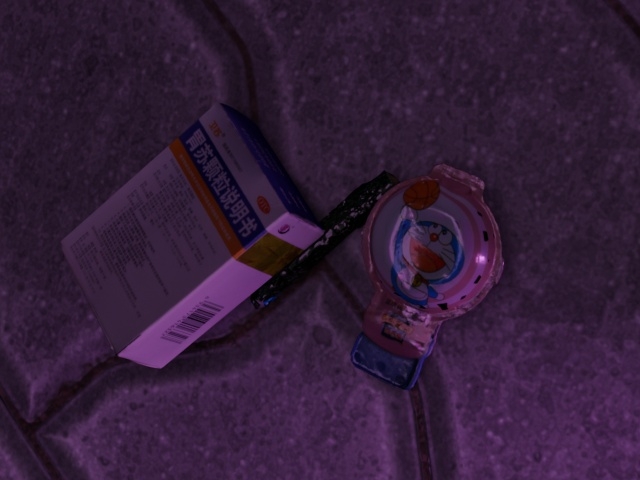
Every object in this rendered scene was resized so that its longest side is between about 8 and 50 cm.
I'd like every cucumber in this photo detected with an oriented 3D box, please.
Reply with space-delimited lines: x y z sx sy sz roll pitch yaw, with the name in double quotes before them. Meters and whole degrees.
"cucumber" 0.000 0.000 1.794 0.256 0.043 0.044 -41 75 14

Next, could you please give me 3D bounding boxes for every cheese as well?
"cheese" 0.124 0.044 1.730 0.189 0.074 0.286 26 102 20

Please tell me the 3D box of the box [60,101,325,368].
"box" -0.171 -0.004 1.804 0.299 0.106 0.200 -39 61 13
